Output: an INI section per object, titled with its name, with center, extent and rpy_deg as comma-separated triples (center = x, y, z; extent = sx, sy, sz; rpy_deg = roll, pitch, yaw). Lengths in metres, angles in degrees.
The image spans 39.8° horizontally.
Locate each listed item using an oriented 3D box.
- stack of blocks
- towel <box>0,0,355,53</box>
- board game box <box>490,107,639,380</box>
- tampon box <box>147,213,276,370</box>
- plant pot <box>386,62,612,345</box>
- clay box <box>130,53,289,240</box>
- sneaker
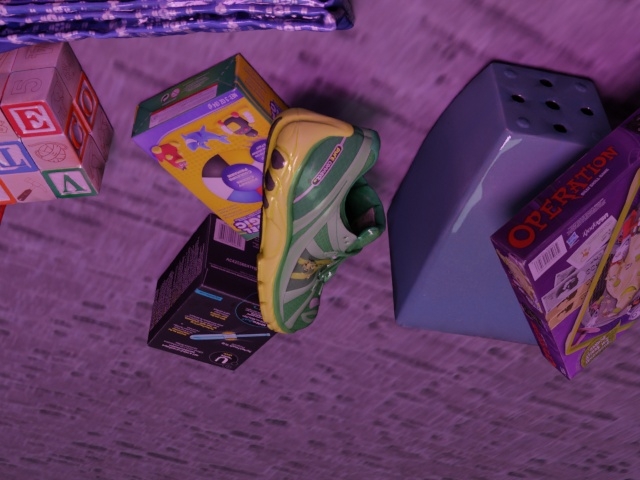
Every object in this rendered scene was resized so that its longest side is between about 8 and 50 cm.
[stack of blocks]
center = -0.364, -0.090, 0.866
extent = 0.297, 0.087, 0.171
rpy_deg = -5, 143, 9
[towel]
center = -0.145, -0.159, 0.673
extent = 0.336, 0.243, 0.040
rpy_deg = -1, 102, 4
[board game box]
center = 0.314, -0.046, 0.777
extent = 0.347, 0.056, 0.208
rpy_deg = -40, 133, -5
[tampon box]
center = -0.117, 0.067, 1.055
extent = 0.120, 0.101, 0.161
rpy_deg = 21, 140, -23
[plant pot]
center = 0.178, -0.042, 0.857
extent = 0.165, 0.165, 0.234
rpy_deg = 8, 135, -9
[clay box]
center = -0.070, -0.078, 0.899
extent = 0.127, 0.053, 0.222
rpy_deg = -21, 137, 25
[sneaker]
center = 0.000, 0.000, 0.870
extent = 0.123, 0.109, 0.295
rpy_deg = 4, 142, -4
